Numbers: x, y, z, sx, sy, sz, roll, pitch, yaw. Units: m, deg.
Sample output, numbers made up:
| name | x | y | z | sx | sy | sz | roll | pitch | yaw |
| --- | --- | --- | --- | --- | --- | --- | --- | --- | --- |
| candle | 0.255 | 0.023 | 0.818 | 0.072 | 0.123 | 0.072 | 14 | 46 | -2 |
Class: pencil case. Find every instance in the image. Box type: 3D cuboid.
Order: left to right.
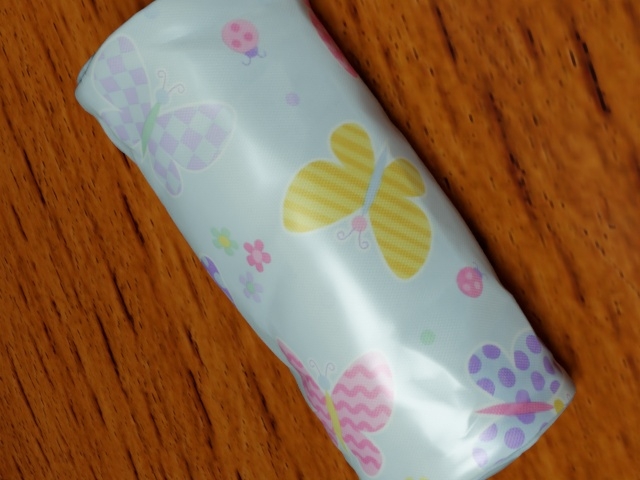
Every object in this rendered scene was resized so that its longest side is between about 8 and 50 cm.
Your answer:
| name | x | y | z | sx | sy | sz | roll | pitch | yaw |
| --- | --- | --- | --- | --- | --- | --- | --- | --- | --- |
| pencil case | 0.000 | 0.000 | 0.670 | 0.273 | 0.113 | 0.124 | 54 | 152 | 4 |
